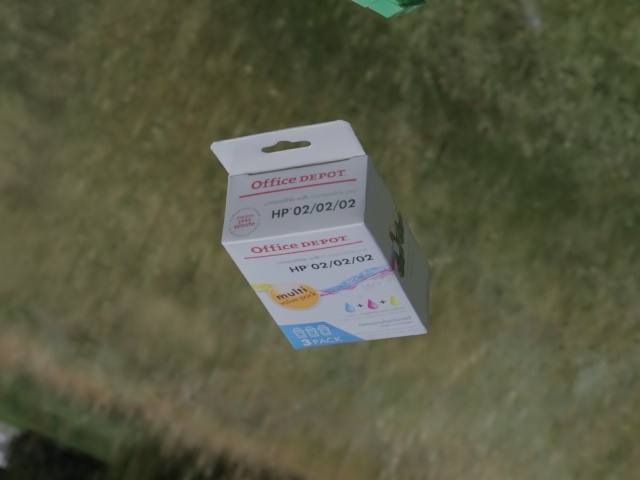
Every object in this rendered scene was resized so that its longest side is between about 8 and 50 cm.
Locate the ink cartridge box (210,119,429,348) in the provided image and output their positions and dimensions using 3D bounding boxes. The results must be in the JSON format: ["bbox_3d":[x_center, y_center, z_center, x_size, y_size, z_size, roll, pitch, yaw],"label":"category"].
[{"bbox_3d":[0.000,0.000,1.241,0.104,0.062,0.181,-9,143,18],"label":"ink cartridge box"}]

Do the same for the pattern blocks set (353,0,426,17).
[{"bbox_3d":[-0.001,-0.288,1.024,0.026,0.325,0.285,-19,-160,-25],"label":"pattern blocks set"}]
